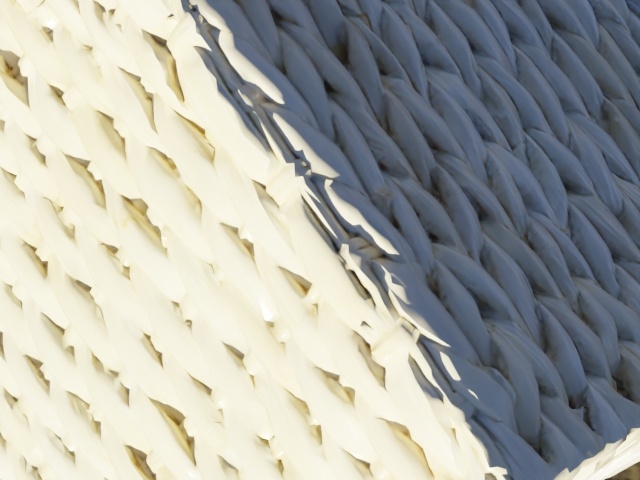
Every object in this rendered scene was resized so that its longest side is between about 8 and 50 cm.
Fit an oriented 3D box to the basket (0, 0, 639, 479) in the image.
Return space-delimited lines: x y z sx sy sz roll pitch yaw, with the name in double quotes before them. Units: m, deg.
"basket" 0.000 0.000 0.663 0.266 0.328 0.331 -21 72 -42
